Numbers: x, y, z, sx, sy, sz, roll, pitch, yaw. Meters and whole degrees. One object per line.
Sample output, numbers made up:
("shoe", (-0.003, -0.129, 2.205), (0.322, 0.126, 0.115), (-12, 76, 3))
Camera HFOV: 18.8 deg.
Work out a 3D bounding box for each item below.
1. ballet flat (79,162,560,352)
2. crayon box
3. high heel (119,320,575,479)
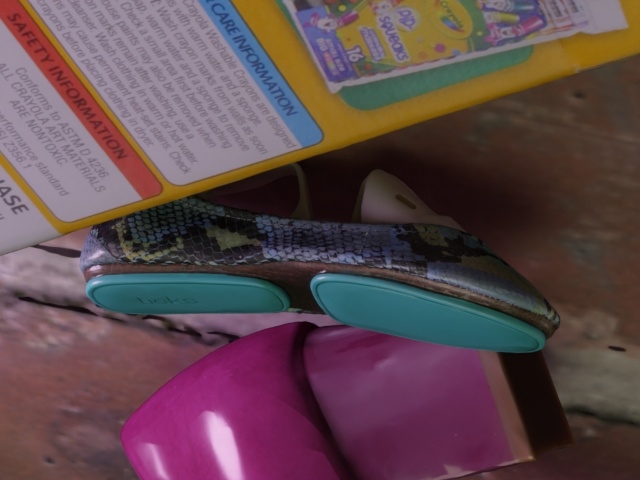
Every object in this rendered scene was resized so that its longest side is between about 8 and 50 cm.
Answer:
("ballet flat", (0.000, 0.000, 0.737), (0.188, 0.070, 0.070), (6, 136, 12))
("crayon box", (-0.052, -0.117, 0.620), (0.323, 0.083, 0.203), (-15, 129, 27))
("high heel", (0.044, 0.212, 0.778), (0.181, 0.377, 0.127), (-20, 164, 22))
